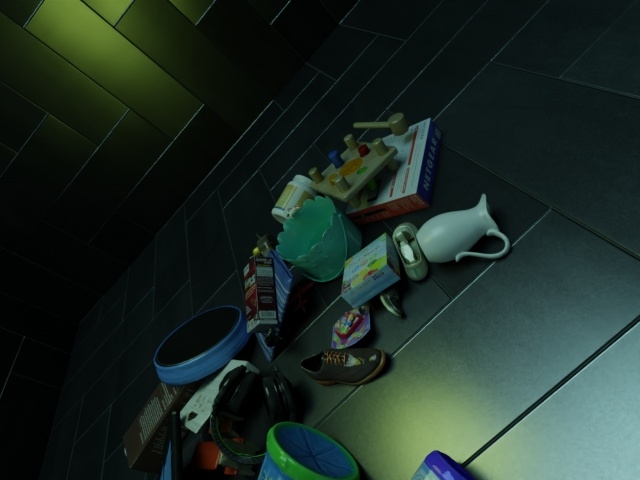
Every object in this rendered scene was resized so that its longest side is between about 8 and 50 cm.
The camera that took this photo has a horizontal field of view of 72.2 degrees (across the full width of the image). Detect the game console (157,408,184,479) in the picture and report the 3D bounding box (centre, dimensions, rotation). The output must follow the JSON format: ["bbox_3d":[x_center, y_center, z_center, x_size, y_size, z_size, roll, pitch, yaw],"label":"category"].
[{"bbox_3d":[-0.467,0.776,1.349,0.386,0.060,0.342,-136,53,-63],"label":"game console"}]

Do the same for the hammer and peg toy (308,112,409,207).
[{"bbox_3d":[0.144,-0.283,1.530,0.361,0.127,0.266,-45,31,-11],"label":"hammer and peg toy"}]

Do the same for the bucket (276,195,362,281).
[{"bbox_3d":[0.000,0.000,1.554,0.281,0.183,0.281,-33,37,29],"label":"bucket"}]

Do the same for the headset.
[{"bbox_3d":[-0.189,0.461,1.331,0.185,0.243,0.395,110,171,-61],"label":"headset"}]

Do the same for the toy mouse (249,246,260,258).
[{"bbox_3d":[-0.269,0.068,1.965,0.161,0.031,0.143,-41,34,18],"label":"toy mouse"}]

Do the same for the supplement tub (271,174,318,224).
[{"bbox_3d":[-0.103,-0.163,1.874,0.144,0.144,0.200,10,67,54],"label":"supplement tub"}]

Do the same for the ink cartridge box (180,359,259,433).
[{"bbox_3d":[-0.357,0.532,1.500,0.261,0.066,0.296,-55,17,-28],"label":"ink cartridge box"}]

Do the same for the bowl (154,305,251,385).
[{"bbox_3d":[-0.455,0.387,1.691,0.390,0.077,0.391,-21,20,8],"label":"bowl"}]

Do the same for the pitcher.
[{"bbox_3d":[0.375,-0.004,1.163,0.207,0.125,0.178,-28,54,16],"label":"pitcher"}]

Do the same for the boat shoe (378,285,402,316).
[{"bbox_3d":[0.202,0.159,1.267,0.049,0.056,0.152,-49,32,15],"label":"boat shoe"}]

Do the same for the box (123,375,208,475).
[{"bbox_3d":[-0.582,0.667,1.690,0.381,0.143,0.191,-55,33,-7],"label":"box"}]

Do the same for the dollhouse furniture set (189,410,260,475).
[{"bbox_3d":[-0.323,0.668,1.363,0.259,0.135,0.262,-23,43,38],"label":"dollhouse furniture set"}]

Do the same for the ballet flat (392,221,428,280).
[{"bbox_3d":[0.260,0.011,1.312,0.086,0.086,0.249,-38,35,21],"label":"ballet flat"}]

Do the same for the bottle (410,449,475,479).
[{"bbox_3d":[0.192,0.562,0.860,0.283,0.092,0.118,-54,34,-2],"label":"bottle"}]

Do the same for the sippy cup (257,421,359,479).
[{"bbox_3d":[-0.057,0.596,1.042,0.240,0.305,0.224,25,90,13],"label":"sippy cup"}]

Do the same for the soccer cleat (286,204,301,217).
[{"bbox_3d":[-0.096,-0.103,1.578,0.083,0.029,0.036,-12,59,51],"label":"soccer cleat"}]

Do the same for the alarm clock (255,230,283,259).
[{"bbox_3d":[-0.189,0.049,1.808,0.064,0.129,0.192,-38,64,17],"label":"alarm clock"}]

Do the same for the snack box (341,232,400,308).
[{"bbox_3d":[0.152,0.088,1.333,0.174,0.070,0.207,-38,15,21],"label":"snack box"}]

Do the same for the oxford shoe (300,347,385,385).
[{"bbox_3d":[0.057,0.347,1.227,0.271,0.098,0.097,-26,41,35],"label":"oxford shoe"}]

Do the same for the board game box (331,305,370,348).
[{"bbox_3d":[0.082,0.247,1.305,0.133,0.033,0.169,-31,19,18],"label":"board game box"}]

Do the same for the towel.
[{"bbox_3d":[-0.171,0.226,1.566,0.243,0.040,0.336,49,128,56],"label":"towel"}]

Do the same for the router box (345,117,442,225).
[{"bbox_3d":[0.258,-0.237,1.549,0.301,0.082,0.336,-14,49,44],"label":"router box"}]

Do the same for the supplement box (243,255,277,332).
[{"bbox_3d":[-0.211,0.190,1.528,0.130,0.073,0.240,-44,47,53],"label":"supplement box"}]

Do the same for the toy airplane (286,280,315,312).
[{"bbox_3d":[-0.077,0.206,1.595,0.151,0.028,0.151,-31,38,28],"label":"toy airplane"}]
